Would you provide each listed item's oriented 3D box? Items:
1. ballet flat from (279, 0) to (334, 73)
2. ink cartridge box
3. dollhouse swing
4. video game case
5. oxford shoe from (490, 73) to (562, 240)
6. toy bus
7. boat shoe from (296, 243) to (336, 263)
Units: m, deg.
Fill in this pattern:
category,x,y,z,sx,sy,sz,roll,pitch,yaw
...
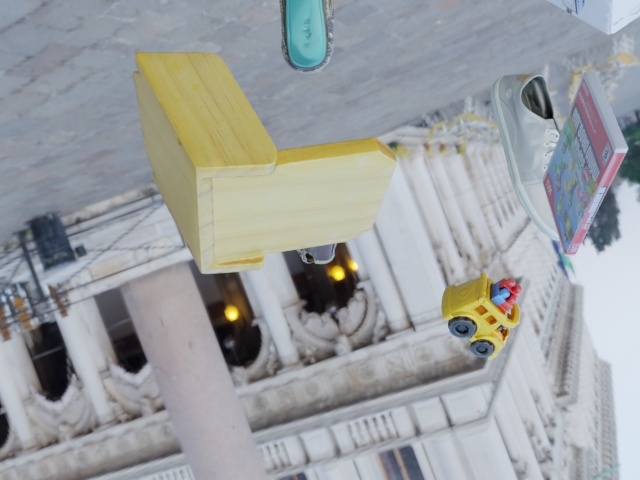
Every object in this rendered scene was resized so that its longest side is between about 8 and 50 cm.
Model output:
category,x,y,z,sx,sy,sz,roll,pitch,yaw
ballet flat,-0.040,-0.646,1.694,0.164,0.482,0.182,-1,-157,1
ink cartridge box,0.514,-0.482,1.319,0.140,0.190,0.082,-35,141,-10
dollhouse swing,-0.097,-0.140,1.178,0.305,0.315,0.347,-24,158,-18
video game case,0.481,-0.136,1.324,0.025,0.204,0.285,0,141,-2
oxford shoe,0.555,-0.217,1.787,0.169,0.449,0.130,-13,175,-41
toy bus,0.475,0.196,1.972,0.211,0.220,0.149,-33,-157,32
boat shoe,0.008,-0.002,1.445,0.095,0.095,0.257,-15,175,-14
